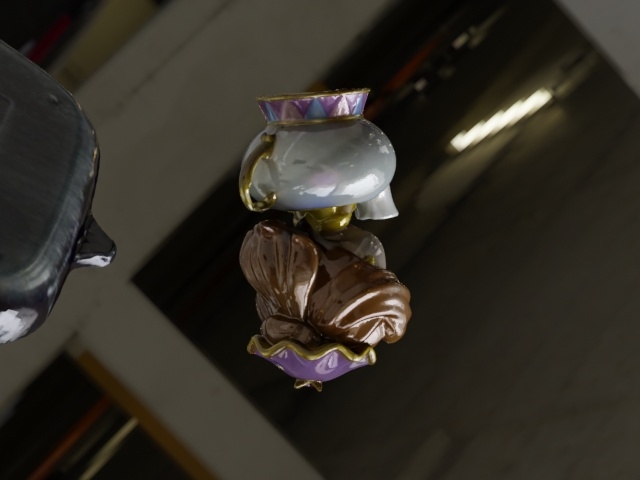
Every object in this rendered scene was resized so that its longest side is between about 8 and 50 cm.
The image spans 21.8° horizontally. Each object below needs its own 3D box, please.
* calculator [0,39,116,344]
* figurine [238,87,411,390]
[{"bbox_3d":[-0.182,-0.055,0.506,0.040,0.268,0.177,-54,-163,27],"label":"calculator"},{"bbox_3d":[0.000,0.000,1.459,0.189,0.263,0.142,-7,-174,-41],"label":"figurine"}]
